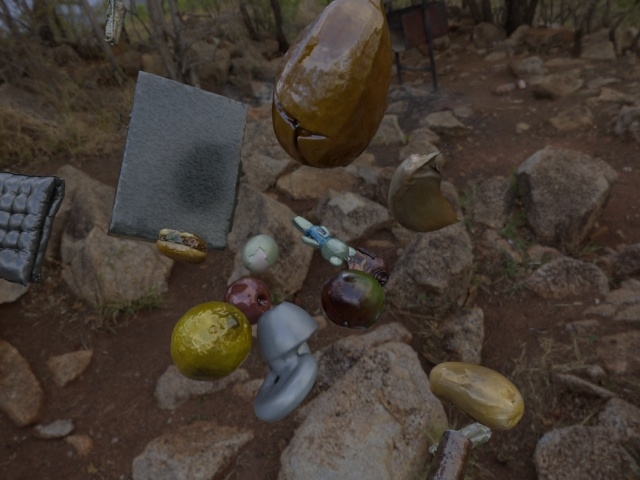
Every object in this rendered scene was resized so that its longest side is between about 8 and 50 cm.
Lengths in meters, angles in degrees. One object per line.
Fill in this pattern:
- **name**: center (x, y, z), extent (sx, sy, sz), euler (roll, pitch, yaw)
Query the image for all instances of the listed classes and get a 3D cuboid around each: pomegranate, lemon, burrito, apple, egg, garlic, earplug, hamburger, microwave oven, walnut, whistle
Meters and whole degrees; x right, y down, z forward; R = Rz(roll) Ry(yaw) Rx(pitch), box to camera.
- **pomegranate**: center (0.063, 0.099, 0.900), extent (0.129, 0.129, 0.160), euler (-12, 69, 13)
- **lemon**: center (-0.284, 0.263, 1.174), extent (0.260, 0.204, 0.204), euler (-40, 9, 39)
- **burrito**: center (-0.636, -0.681, 1.392), extent (0.041, 0.149, 0.055), euler (16, 9, 28)
- **apple**: center (-0.223, 0.191, 1.411), extent (0.119, 0.154, 0.153), euler (-15, 23, 37)
- **egg**: center (-0.320, 0.077, 2.335), extent (0.182, 0.183, 0.217), euler (1, 36, 35)
- **garlic**: center (0.290, -0.158, 1.298), extent (0.196, 0.339, 0.151), euler (-3, 53, 21)
- **earplug**: center (-0.104, 0.331, 1.246), extent (0.214, 0.174, 0.326), euler (-31, 45, 46)
- **burrito**: center (0.392, 0.559, 1.249), extent (0.188, 0.045, 0.058), euler (-31, 63, 10)
- **hamburger**: center (-0.203, 0.011, 0.666), extent (0.076, 0.044, 0.083), euler (9, -15, 0)
- **microwave oven**: center (-0.409, -0.200, 1.313), extent (0.373, 0.433, 0.236), euler (10, -6, -27)
- **walnut**: center (0.028, -0.286, 0.798), extent (0.208, 0.337, 0.209), euler (21, 19, -7)
- **whistle**: center (0.000, 0.000, 1.418), extent (0.235, 0.077, 0.114), euler (37, 45, 22)

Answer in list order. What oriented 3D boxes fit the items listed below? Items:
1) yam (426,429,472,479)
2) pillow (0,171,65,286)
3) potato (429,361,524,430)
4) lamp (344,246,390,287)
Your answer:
- **yam**: center (0.287, 0.506, 1.008), extent (0.079, 0.079, 0.141), euler (1, 42, 35)
- **pillow**: center (-0.884, -0.039, 1.297), extent (0.227, 0.327, 0.101), euler (6, -10, 10)
- **potato**: center (0.383, 0.379, 1.121), extent (0.233, 0.151, 0.146), euler (20, 40, 40)
- **lamp**: center (0.211, 0.129, 2.032), extent (0.180, 0.180, 0.258), euler (-28, 25, -18)
